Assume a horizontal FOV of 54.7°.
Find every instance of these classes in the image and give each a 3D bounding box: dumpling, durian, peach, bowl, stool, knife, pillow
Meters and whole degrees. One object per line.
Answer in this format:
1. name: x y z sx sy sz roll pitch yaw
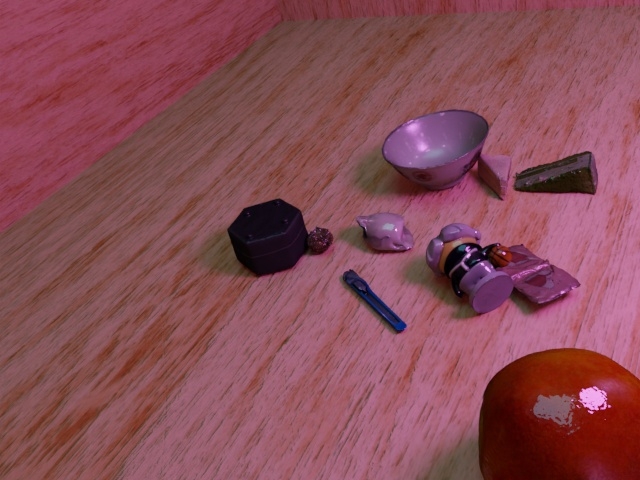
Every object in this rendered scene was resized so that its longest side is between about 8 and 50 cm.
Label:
1. dumpling: 0.193 -0.036 1.808 0.176 0.092 0.150 3 26 32
2. durian: 0.000 0.000 1.837 0.080 0.080 0.091 -34 34 -22
3. peach: 0.437 0.337 1.064 0.332 0.308 0.308 3 38 2
4. bowl: 0.375 -0.264 1.962 0.337 0.157 0.337 -15 35 11
5. stool: -0.155 -0.014 1.858 0.232 0.141 0.232 -11 37 8
6. knife: 0.137 0.151 1.629 0.044 0.026 0.296 -18 34 -23
7. pillow: 0.519 0.085 1.553 0.135 0.049 0.248 -25 33 -13

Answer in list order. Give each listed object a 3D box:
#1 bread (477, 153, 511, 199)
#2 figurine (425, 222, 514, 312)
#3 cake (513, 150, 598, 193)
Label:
1. bread: 0.523 -0.196 1.892 0.105 0.077 0.152 5 38 20
2. figurine: 0.373 0.052 1.556 0.176 0.133 0.236 -47 42 10
3. cake: 0.703 -0.177 1.841 0.235 0.099 0.100 -15 31 38
